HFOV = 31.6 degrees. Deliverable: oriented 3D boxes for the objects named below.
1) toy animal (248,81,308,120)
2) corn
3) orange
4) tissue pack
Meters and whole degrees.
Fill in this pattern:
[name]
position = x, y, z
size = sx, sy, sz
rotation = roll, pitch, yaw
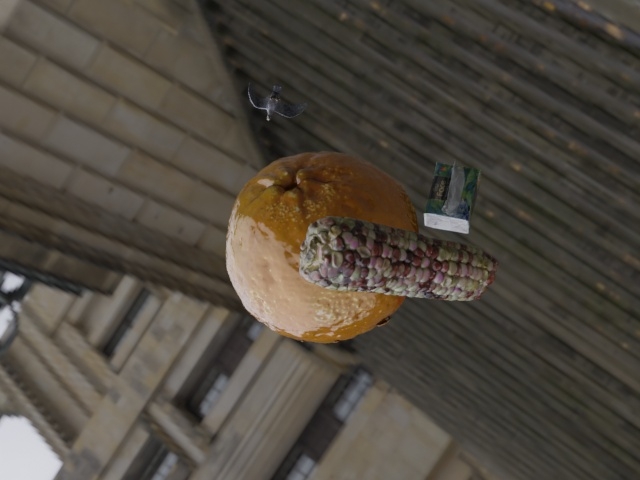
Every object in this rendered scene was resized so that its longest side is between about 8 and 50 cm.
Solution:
[toy animal]
position = -0.061, -0.180, 1.495
size = 0.084, 0.028, 0.050
rotation = 20, -137, 2
[corn]
position = 0.101, 0.032, 1.420
size = 0.280, 0.092, 0.092
rotation = 11, -164, -27
[orange]
position = 0.000, 0.000, 1.944
size = 0.340, 0.340, 0.293
rotation = 38, 159, 40
[tissue pack]
position = 0.237, -0.083, 2.036
size = 0.085, 0.111, 0.079
rotation = 11, 155, 14
